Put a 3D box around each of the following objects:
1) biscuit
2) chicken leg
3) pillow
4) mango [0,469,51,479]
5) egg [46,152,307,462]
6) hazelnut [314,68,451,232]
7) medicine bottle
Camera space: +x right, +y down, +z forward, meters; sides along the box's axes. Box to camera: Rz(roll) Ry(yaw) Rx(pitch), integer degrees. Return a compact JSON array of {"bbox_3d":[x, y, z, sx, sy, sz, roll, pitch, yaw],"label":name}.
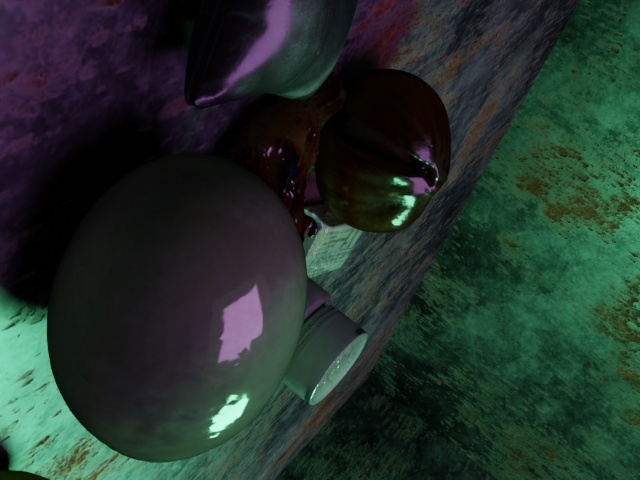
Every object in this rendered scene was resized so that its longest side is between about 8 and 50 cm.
[{"bbox_3d":[-0.002,0.004,1.340,0.186,0.079,0.309,-57,164,20],"label":"biscuit"},{"bbox_3d":[-0.043,-0.079,0.933,0.177,0.083,0.323,17,82,-56],"label":"chicken leg"},{"bbox_3d":[-0.034,-0.220,0.728,0.250,0.106,0.186,-26,141,-63],"label":"pillow"},{"bbox_3d":[-0.392,0.350,0.859,0.175,0.143,0.293,-46,153,-5],"label":"mango"},{"bbox_3d":[-0.145,0.074,0.755,0.258,0.258,0.352,-37,158,-46],"label":"egg"},{"bbox_3d":[0.099,-0.128,1.114,0.217,0.217,0.252,-28,147,-57],"label":"hazelnut"},{"bbox_3d":[-0.071,0.095,1.001,0.143,0.258,0.143,-47,163,-20],"label":"medicine bottle"}]
